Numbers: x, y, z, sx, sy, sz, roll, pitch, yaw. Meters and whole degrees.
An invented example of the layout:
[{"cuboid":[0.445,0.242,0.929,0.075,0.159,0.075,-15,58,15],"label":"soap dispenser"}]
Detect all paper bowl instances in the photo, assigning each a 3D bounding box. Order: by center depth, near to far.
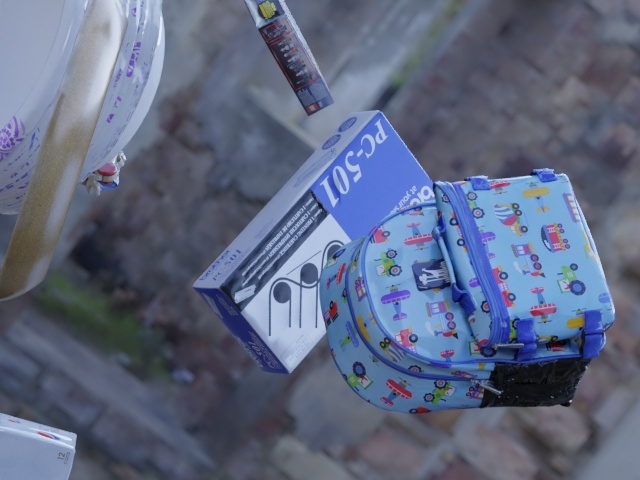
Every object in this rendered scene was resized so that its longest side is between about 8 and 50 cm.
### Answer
[{"cuboid":[-0.245,-0.161,1.680,0.148,0.284,0.284,19,16,-44],"label":"paper bowl"}]

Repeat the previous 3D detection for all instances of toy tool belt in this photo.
[{"cuboid":[-0.220,-0.070,1.975,0.052,0.051,0.083,-7,38,-17],"label":"toy tool belt"}]

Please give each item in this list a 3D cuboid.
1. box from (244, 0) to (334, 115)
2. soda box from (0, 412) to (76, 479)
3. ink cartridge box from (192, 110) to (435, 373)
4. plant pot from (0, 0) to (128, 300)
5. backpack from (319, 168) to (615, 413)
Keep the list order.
[{"cuboid":[-0.034,-0.171,1.561,0.094,0.027,0.137,66,4,30],"label":"box"},{"cuboid":[-0.267,0.259,1.648,0.074,0.216,0.069,16,3,-7],"label":"soda box"},{"cuboid":[0.000,0.000,1.582,0.097,0.207,0.046,52,-26,-22],"label":"ink cartridge box"},{"cuboid":[-0.175,-0.066,1.360,0.032,0.236,0.236,18,7,-9],"label":"plant pot"},{"cuboid":[0.092,0.036,1.342,0.117,0.173,0.158,111,-28,-58],"label":"backpack"}]
